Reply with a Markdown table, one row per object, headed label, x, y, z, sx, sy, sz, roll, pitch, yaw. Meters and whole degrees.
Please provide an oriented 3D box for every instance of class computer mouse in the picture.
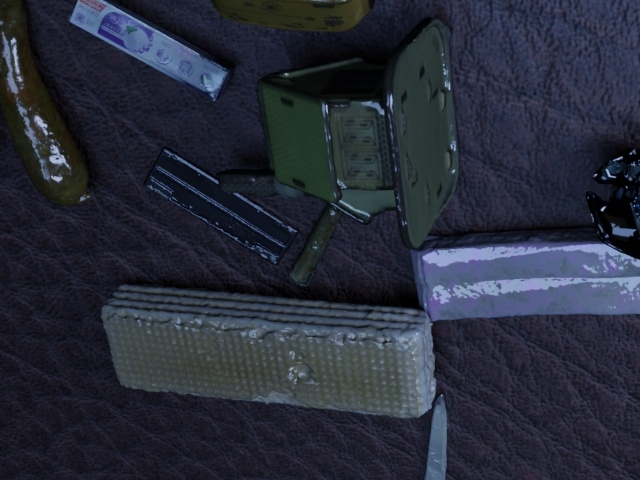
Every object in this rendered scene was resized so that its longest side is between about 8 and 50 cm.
| label | x | y | z | sx | sy | sz | roll | pitch | yaw |
| --- | --- | --- | --- | --- | --- | --- | --- | --- | --- |
| computer mouse | 0.397 | -0.019 | 1.296 | 0.241 | 0.147 | 0.077 | 20 | 163 | -10 |

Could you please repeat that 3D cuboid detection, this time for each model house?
| label | x | y | z | sx | sy | sz | roll | pitch | yaw |
| --- | --- | --- | --- | --- | --- | --- | --- | --- | --- |
| model house | -0.006 | -0.123 | 1.308 | 0.278 | 0.205 | 0.218 | 3 | 117 | 21 |

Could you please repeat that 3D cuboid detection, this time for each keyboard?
| label | x | y | z | sx | sy | sz | roll | pitch | yaw |
| --- | --- | --- | --- | --- | --- | --- | --- | --- | --- |
| keyboard | -0.124 | -0.041 | 1.473 | 0.198 | 0.010 | 0.064 | 32 | 118 | -4 |

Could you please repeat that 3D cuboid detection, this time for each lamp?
| label | x | y | z | sx | sy | sz | roll | pitch | yaw |
| --- | --- | --- | --- | --- | --- | --- | --- | --- | --- |
| lamp | -0.029 | -0.301 | 1.233 | 0.185 | 0.161 | 0.161 | 10 | 119 | 9 |

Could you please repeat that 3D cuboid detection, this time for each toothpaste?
| label | x | y | z | sx | sy | sz | roll | pitch | yaw |
| --- | --- | --- | --- | --- | --- | --- | --- | --- | --- |
| toothpaste | -0.194 | -0.230 | 1.375 | 0.196 | 0.040 | 0.047 | 28 | 116 | -2 |

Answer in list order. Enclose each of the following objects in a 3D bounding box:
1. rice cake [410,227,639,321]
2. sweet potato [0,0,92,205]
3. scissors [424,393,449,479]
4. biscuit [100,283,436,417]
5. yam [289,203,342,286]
| label | x | y | z | sx | sy | sz | roll | pitch | yaw |
| --- | --- | --- | --- | --- | --- | --- | --- | --- | --- |
| rice cake | 0.259 | 0.038 | 1.396 | 0.297 | 0.050 | 0.106 | -3 | 117 | 16 |
| sweet potato | -0.352 | -0.165 | 1.435 | 0.075 | 0.075 | 0.273 | -11 | 109 | 19 |
| scissors | 0.153 | 0.330 | 1.593 | 0.109 | 0.022 | 0.300 | 4 | 117 | 8 |
| biscuit | -0.066 | 0.141 | 1.496 | 0.425 | 0.078 | 0.144 | 3 | 123 | 18 |
| yam | 0.000 | 0.000 | 1.453 | 0.033 | 0.027 | 0.129 | 51 | 128 | 31 |
